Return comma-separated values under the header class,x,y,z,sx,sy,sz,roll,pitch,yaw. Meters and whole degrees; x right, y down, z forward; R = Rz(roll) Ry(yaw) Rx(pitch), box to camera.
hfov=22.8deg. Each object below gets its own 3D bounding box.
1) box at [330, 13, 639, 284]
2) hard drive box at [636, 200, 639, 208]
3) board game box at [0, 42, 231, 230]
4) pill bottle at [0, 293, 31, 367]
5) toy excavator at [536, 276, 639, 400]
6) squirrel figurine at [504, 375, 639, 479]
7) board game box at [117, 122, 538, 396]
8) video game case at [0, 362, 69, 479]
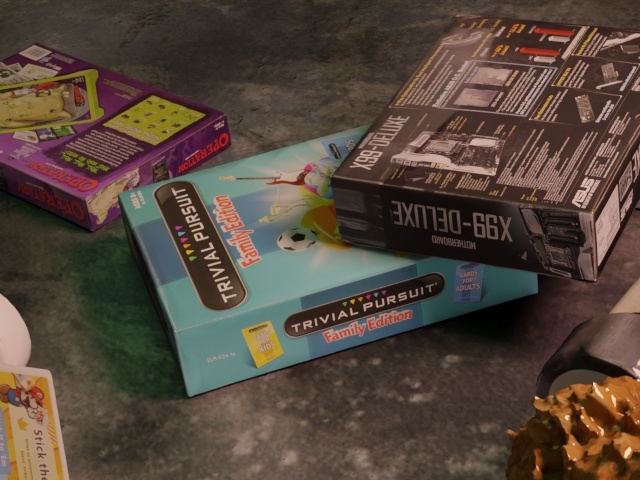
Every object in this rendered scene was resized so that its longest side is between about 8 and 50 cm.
class,x,y,z,sx,sy,sz,roll,pitch,yaw
box,0.183,-0.096,1.453,0.242,0.076,0.307,9,40,25
hard drive box,0.328,-0.117,1.592,0.232,0.089,0.181,12,40,28
board game box,-0.292,-0.125,1.787,0.347,0.056,0.208,23,41,39
pill bottle,-0.347,0.162,1.261,0.169,0.169,0.301,3,35,17
toy excavator,0.424,0.160,1.005,0.445,0.433,0.222,-14,20,49
squirrel figurine,0.186,0.275,0.765,0.281,0.397,0.370,-2,24,1
board game box,0.000,0.000,1.501,0.336,0.079,0.254,-16,34,-11
video game case,-0.273,0.185,1.155,0.206,0.026,0.227,13,49,-39
